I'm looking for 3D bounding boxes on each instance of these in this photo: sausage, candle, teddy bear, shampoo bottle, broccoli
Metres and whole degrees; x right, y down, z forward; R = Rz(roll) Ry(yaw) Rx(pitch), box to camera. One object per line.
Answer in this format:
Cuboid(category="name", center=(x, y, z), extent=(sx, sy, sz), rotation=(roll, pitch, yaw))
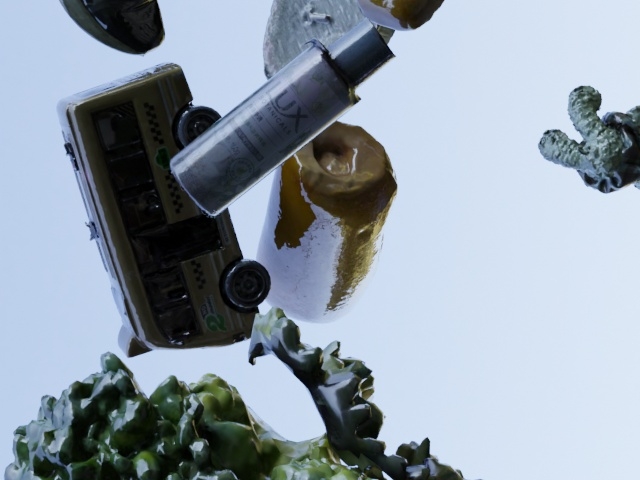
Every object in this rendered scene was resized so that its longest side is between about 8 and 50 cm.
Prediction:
Cuboid(category="sausage", center=(-0.001, 0.004, 1.635), extent=(0.354, 0.134, 0.116), rotation=(102, 179, -59))
Cuboid(category="candle", center=(0.000, -0.298, 2.024), extent=(0.068, 0.192, 0.168), rotation=(4, -119, -61))
Cuboid(category="teddy bear", center=(0.409, -0.116, 2.043), extent=(0.111, 0.213, 0.133), rotation=(-73, 8, -61))
Cuboid(category="shampoo bottle", center=(-0.031, -0.109, 1.304), extent=(0.072, 0.214, 0.072), rotation=(51, -174, -8))
Cuboid(category="broccoli", center=(-0.041, 0.219, 0.925), extent=(0.272, 0.334, 0.324), rotation=(-79, -11, -58))

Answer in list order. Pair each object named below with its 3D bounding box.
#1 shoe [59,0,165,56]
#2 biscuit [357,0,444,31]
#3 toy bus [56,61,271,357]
Cuboid(category="shoe", center=(-0.221, -0.299, 1.538), extent=(0.227, 0.112, 0.099), rotation=(53, -144, -5))
Cuboid(category="biscuit", center=(0.100, -0.366, 1.696), extent=(0.290, 0.237, 0.062), rotation=(-50, -42, -14))
Cuboid(category="toy bus", center=(-0.161, -0.026, 1.530), extent=(0.139, 0.157, 0.289), rotation=(-151, 44, -72))
